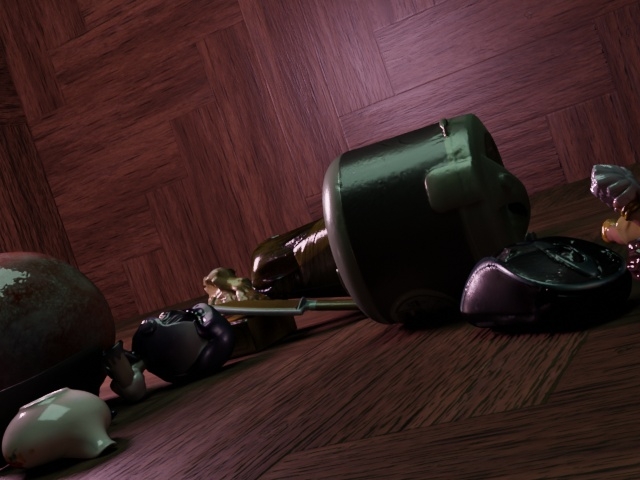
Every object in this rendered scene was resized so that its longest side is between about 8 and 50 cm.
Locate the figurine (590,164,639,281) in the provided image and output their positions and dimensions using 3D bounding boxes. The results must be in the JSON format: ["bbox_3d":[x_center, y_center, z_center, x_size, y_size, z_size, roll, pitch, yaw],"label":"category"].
[{"bbox_3d":[0.358,-0.007,0.906,0.175,0.116,0.240,4,14,-8],"label":"figurine"}]

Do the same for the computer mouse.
[{"bbox_3d":[0.250,0.045,1.050,0.137,0.096,0.233,-19,1,-25],"label":"computer mouse"}]

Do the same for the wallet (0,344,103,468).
[{"bbox_3d":[-0.410,0.248,1.373,0.025,0.124,0.244,15,17,22],"label":"wallet"}]

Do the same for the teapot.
[{"bbox_3d":[-0.359,0.253,1.221,0.226,0.092,0.145,-21,-1,44],"label":"teapot"}]

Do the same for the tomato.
[{"bbox_3d":[-0.517,0.173,1.583,0.317,0.316,0.282,-19,31,6],"label":"tomato"}]

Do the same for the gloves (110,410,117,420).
[{"bbox_3d":[-0.340,0.271,1.363,0.064,0.026,0.086,-18,1,-33],"label":"gloves"}]

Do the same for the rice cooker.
[{"bbox_3d":[0.167,-0.028,1.333,0.277,0.288,0.288,-16,3,17],"label":"rice cooker"}]

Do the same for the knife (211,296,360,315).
[{"bbox_3d":[-0.037,0.114,1.597,0.343,0.027,0.061,-2,15,17],"label":"knife"}]

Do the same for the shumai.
[{"bbox_3d":[-0.216,0.138,2.137,0.209,0.153,0.161,-21,-6,19],"label":"shumai"}]

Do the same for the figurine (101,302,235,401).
[{"bbox_3d":[-0.252,0.187,1.542,0.222,0.145,0.145,-30,6,-21],"label":"figurine"}]

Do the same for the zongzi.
[{"bbox_3d":[0.000,0.000,1.618,0.286,0.138,0.300,-2,-29,7],"label":"zongzi"}]

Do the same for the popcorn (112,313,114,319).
[{"bbox_3d":[-0.660,0.258,2.356,0.191,0.190,0.253,-26,0,44],"label":"popcorn"}]

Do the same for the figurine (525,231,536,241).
[{"bbox_3d":[0.301,0.017,1.476,0.086,0.094,0.082,12,53,18],"label":"figurine"}]

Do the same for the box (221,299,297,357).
[{"bbox_3d":[-0.184,0.180,1.713,0.240,0.071,0.159,-16,5,29],"label":"box"}]
